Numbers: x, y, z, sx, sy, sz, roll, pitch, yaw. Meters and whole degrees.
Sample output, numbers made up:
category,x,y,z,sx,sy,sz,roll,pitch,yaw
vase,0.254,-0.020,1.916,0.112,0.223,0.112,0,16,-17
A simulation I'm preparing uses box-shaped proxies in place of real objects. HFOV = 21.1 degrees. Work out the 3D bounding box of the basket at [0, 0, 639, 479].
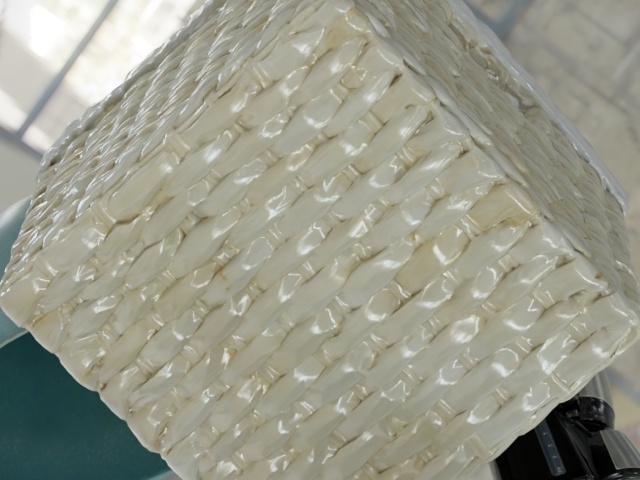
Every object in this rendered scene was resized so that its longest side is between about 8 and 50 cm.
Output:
category,x,y,z,sx,sy,sz,roll,pitch,yaw
basket,0.000,0.000,1.178,0.328,0.331,0.266,46,-162,-14

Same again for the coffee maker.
category,x,y,z,sx,sy,sz,roll,pitch,yaw
coffee maker,0.164,0.165,1.351,0.120,0.171,0.178,40,-156,-38

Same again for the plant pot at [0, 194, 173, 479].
category,x,y,z,sx,sy,sz,roll,pitch,yaw
plant pot,-0.210,0.069,1.504,0.290,0.290,0.195,30,-150,-47
